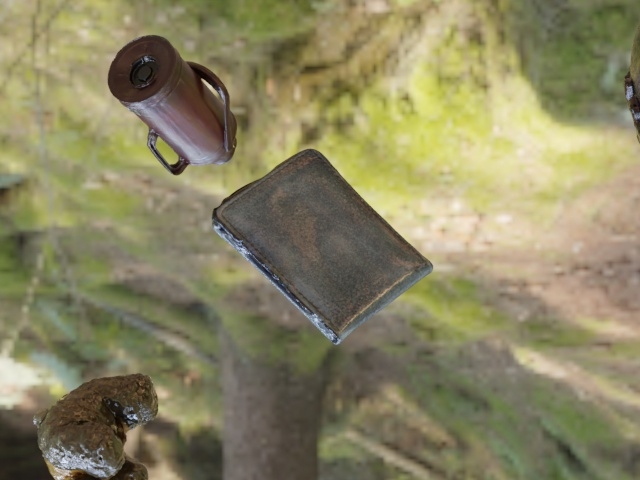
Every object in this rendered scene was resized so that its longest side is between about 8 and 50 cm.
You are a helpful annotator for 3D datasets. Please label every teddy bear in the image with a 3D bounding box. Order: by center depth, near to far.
[{"bbox_3d":[-0.267,0.263,1.828,0.140,0.190,0.177,-1,-147,15],"label":"teddy bear"}]

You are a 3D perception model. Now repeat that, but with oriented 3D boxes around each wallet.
[{"bbox_3d":[0.000,0.001,1.756,0.167,0.222,0.036,-36,161,-31],"label":"wallet"}]

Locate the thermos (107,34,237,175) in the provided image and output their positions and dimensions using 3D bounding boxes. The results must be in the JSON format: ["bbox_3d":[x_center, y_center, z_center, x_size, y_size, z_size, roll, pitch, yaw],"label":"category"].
[{"bbox_3d":[-0.172,-0.154,1.917,0.099,0.124,0.232,28,169,32],"label":"thermos"}]

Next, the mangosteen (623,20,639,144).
[{"bbox_3d":[0.512,-0.187,1.690,0.347,0.307,0.307,-18,168,10],"label":"mangosteen"}]
